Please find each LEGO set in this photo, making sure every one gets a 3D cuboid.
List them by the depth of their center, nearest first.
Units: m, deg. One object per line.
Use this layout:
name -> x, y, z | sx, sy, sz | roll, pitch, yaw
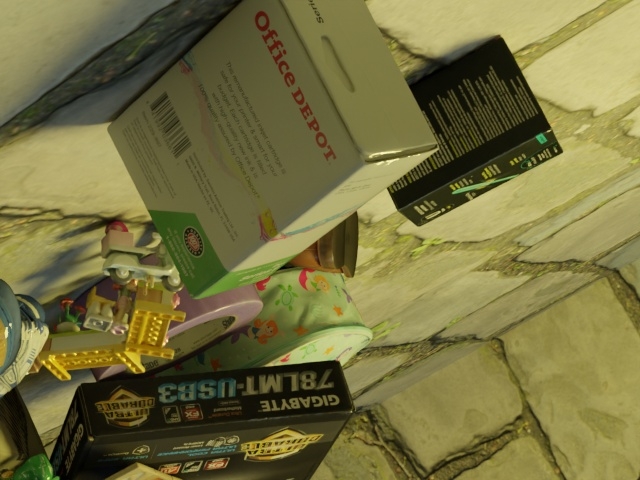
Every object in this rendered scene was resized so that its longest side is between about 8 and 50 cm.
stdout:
LEGO set -> -0.203, 0.053, 1.793 | 0.132, 0.107, 0.287 | 22, 147, -27

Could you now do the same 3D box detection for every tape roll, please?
tape roll -> -0.159, 0.073, 1.930 | 0.189, 0.080, 0.189 | -25, 168, -6

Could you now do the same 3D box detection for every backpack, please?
backpack -> -0.068, 0.140, 2.181 | 0.253, 0.191, 0.225 | -40, 158, 24

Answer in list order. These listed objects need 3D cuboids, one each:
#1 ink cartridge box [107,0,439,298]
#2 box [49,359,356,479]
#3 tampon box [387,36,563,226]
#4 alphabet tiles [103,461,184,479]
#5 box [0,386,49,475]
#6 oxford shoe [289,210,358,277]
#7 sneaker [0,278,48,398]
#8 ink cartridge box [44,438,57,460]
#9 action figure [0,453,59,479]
ink cartridge box -> -0.038, -0.076, 1.371 | 0.093, 0.154, 0.212 | -15, 163, -46
box -> -0.145, 0.239, 2.032 | 0.295, 0.073, 0.293 | -4, 147, -23
tampon box -> 0.130, -0.099, 1.771 | 0.161, 0.101, 0.120 | -28, 168, 7
alphabet tiles -> -0.220, 0.303, 1.988 | 0.198, 0.009, 0.237 | -30, 154, 12
box -> -0.369, 0.191, 1.902 | 0.094, 0.113, 0.275 | -27, 170, 2
oxford shoe -> 0.000, 0.000, 2.043 | 0.076, 0.076, 0.212 | 1, 176, 13
sneaker -> -0.298, 0.074, 1.641 | 0.131, 0.112, 0.296 | -41, 177, -28
ink cartridge box -> -0.284, 0.290, 2.522 | 0.181, 0.104, 0.061 | -29, 168, 14
action figure -> -0.331, 0.263, 1.867 | 0.137, 0.063, 0.232 | -11, 164, -47
